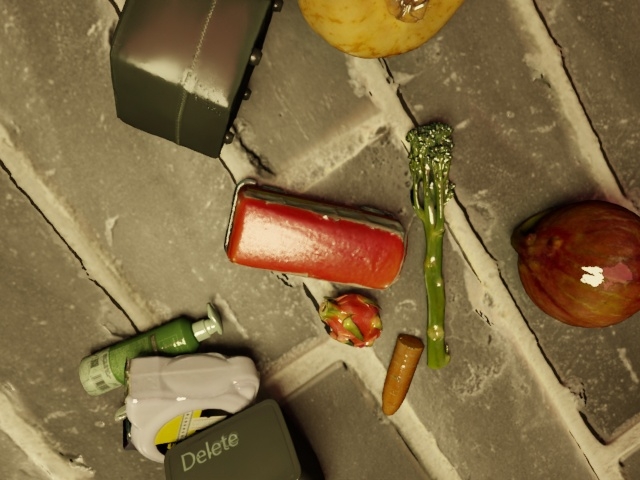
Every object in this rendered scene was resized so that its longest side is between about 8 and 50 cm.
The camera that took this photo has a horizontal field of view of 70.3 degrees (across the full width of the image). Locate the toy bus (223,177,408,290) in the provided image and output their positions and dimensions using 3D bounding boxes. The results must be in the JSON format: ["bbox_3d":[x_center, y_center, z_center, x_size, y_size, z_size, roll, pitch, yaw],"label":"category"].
[{"bbox_3d":[0.000,0.000,0.641,0.264,0.120,0.122,12,100,-10],"label":"toy bus"}]

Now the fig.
[{"bbox_3d":[0.382,0.030,0.679,0.205,0.205,0.205,-2,101,-8],"label":"fig"}]

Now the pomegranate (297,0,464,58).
[{"bbox_3d":[0.079,-0.340,0.531,0.248,0.248,0.249,-2,101,-8],"label":"pomegranate"}]

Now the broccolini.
[{"bbox_3d":[0.185,0.014,0.714,0.073,0.079,0.393,-12,110,-17],"label":"broccolini"}]

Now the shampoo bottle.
[{"bbox_3d":[-0.242,0.157,0.666,0.204,0.065,0.065,-22,103,-4],"label":"shampoo bottle"}]

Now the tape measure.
[{"bbox_3d":[-0.189,0.235,0.654,0.196,0.105,0.179,7,122,-29],"label":"tape measure"}]

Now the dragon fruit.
[{"bbox_3d":[0.043,0.117,0.686,0.116,0.086,0.081,26,91,-22],"label":"dragon fruit"}]

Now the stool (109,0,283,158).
[{"bbox_3d":[-0.139,-0.225,0.532,0.141,0.232,0.232,20,97,-13],"label":"stool"}]

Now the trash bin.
[{"bbox_3d":[-0.088,0.343,0.649,0.165,0.115,0.226,-26,141,-4],"label":"trash bin"}]

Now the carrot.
[{"bbox_3d":[0.128,0.226,0.741,0.048,0.048,0.139,14,99,-11],"label":"carrot"}]
